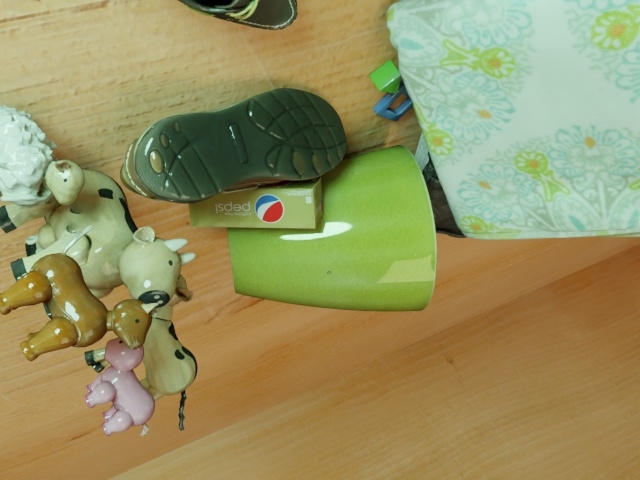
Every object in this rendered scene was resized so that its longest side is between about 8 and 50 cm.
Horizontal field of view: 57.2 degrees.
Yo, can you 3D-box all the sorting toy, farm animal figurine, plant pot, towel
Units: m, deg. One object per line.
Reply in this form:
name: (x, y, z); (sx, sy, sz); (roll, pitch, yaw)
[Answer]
sorting toy: (0.222, -0.283, 0.840); (0.348, 0.047, 0.196); (-35, 155, 15)
farm animal figurine: (-0.233, 0.040, 0.674); (0.172, 0.326, 0.330); (-29, 159, -14)
plant pot: (0.000, 0.000, 0.950); (0.294, 0.274, 0.274); (-8, 152, -9)
towel: (0.282, -0.149, 0.735); (0.321, 0.090, 0.374); (-1, 133, 34)

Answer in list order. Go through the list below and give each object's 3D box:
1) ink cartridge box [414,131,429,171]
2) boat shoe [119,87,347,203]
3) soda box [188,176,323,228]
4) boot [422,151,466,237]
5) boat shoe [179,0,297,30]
ink cartridge box: (0.300, -0.157, 1.149); (0.261, 0.066, 0.296); (-21, 155, -13)
boat shoe: (-0.107, -0.121, 0.757); (0.324, 0.122, 0.120); (-16, -173, -42)
soda box: (-0.091, -0.054, 0.822); (0.181, 0.058, 0.061); (0, -158, 11)
boot: (0.260, -0.100, 1.039); (0.263, 0.091, 0.229); (-12, 149, -30)
boat shoe: (-0.096, -0.245, 0.552); (0.081, 0.068, 0.228); (-41, 153, 27)
